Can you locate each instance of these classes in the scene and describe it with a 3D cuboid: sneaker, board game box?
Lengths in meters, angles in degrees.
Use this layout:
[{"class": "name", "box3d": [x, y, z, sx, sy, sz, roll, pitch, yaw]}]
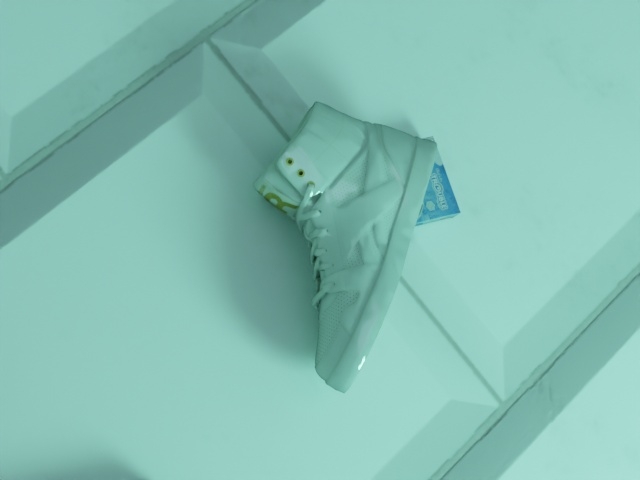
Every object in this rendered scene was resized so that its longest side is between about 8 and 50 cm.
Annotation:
[{"class": "sneaker", "box3d": [0.000, 0.000, 1.982, 0.169, 0.108, 0.293, 22, 62, -9]}, {"class": "board game box", "box3d": [0.095, -0.060, 2.095, 0.090, 0.020, 0.090, -13, 78, -33]}]
